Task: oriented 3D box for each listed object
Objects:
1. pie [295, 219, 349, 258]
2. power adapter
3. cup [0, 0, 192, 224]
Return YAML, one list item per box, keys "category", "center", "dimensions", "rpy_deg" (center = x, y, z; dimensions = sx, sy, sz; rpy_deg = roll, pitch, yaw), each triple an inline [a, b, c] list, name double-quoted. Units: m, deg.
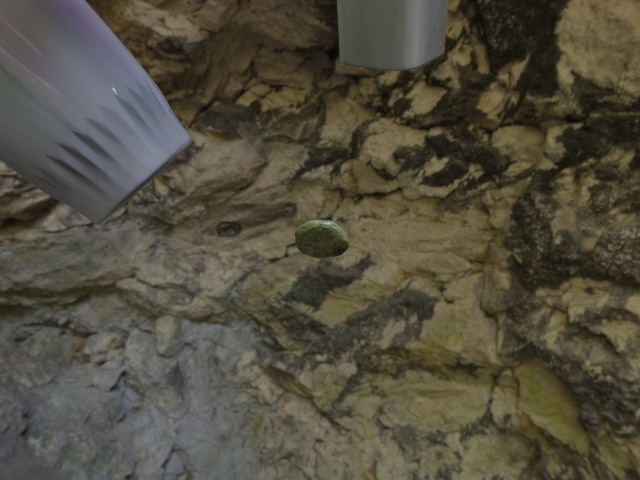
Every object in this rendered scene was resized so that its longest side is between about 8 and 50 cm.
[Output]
- category: "pie"
  center: [0.000, 0.000, 0.683]
  dimensions: [0.085, 0.017, 0.085]
  rpy_deg: [10, -40, 9]
- category: "power adapter"
  center: [0.097, -0.349, 0.616]
  dimensions: [0.130, 0.125, 0.205]
  rpy_deg: [23, -46, 32]
- category: "cup"
  center: [-0.389, -0.222, 0.674]
  dimensions: [0.371, 0.253, 0.253]
  rpy_deg: [47, -24, -19]
